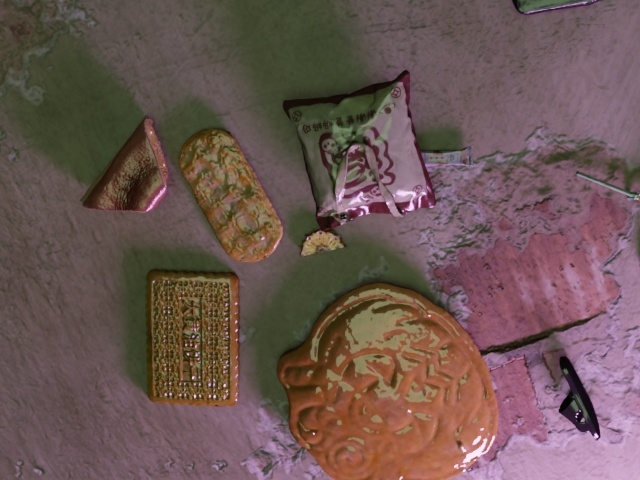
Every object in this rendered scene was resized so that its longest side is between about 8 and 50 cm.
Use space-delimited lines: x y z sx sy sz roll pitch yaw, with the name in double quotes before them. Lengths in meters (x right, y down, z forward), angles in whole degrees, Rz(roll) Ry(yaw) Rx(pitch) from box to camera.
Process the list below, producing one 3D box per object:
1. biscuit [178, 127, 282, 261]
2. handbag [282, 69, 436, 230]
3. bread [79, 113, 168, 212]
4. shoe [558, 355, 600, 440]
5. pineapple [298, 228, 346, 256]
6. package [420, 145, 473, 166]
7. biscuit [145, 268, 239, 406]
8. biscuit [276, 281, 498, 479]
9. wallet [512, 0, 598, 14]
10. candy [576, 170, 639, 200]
"biscuit" -0.156 -0.076 1.594 0.118 0.029 0.247 -27 98 10
"handbag" 0.067 -0.145 1.516 0.212 0.127 0.235 -12 112 8
"bread" -0.317 -0.105 1.582 0.119 0.067 0.192 42 100 3
"shoe" 0.436 0.277 1.602 0.053 0.062 0.159 -21 100 22
"pineapple" 0.000 0.000 1.603 0.083 0.019 0.045 -13 106 7
"package" 0.202 -0.140 1.558 0.110 0.015 0.037 -2 107 7
"biscuit" -0.231 0.179 1.653 0.172 0.029 0.255 2 102 4
"biscuit" 0.119 0.275 1.626 0.365 0.062 0.385 -39 96 12
"wallet" 0.363 -0.491 1.462 0.149 0.044 0.250 -9 101 11
"candy" 0.520 -0.075 1.532 0.200 0.060 0.061 23 102 7
